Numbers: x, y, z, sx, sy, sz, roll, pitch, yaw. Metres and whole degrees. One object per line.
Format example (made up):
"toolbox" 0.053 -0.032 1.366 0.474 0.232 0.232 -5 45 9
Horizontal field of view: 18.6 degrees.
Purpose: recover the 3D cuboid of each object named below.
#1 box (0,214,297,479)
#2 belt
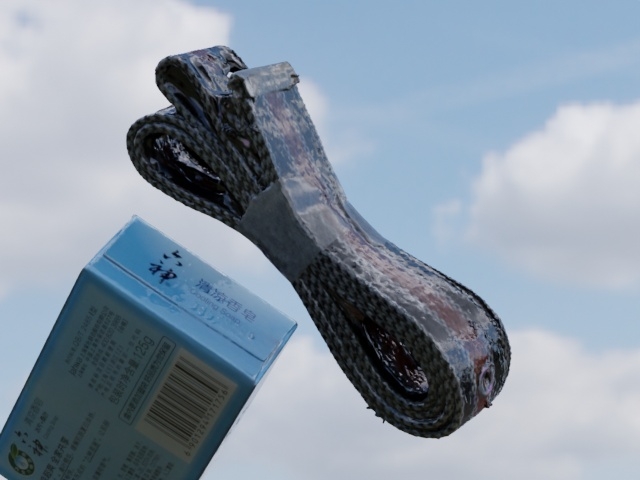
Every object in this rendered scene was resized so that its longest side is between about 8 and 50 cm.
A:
"box" -0.131 0.112 1.400 0.142 0.083 0.232 33 -49 3
"belt" 0.000 0.000 1.484 0.126 0.359 0.094 -47 -13 29
